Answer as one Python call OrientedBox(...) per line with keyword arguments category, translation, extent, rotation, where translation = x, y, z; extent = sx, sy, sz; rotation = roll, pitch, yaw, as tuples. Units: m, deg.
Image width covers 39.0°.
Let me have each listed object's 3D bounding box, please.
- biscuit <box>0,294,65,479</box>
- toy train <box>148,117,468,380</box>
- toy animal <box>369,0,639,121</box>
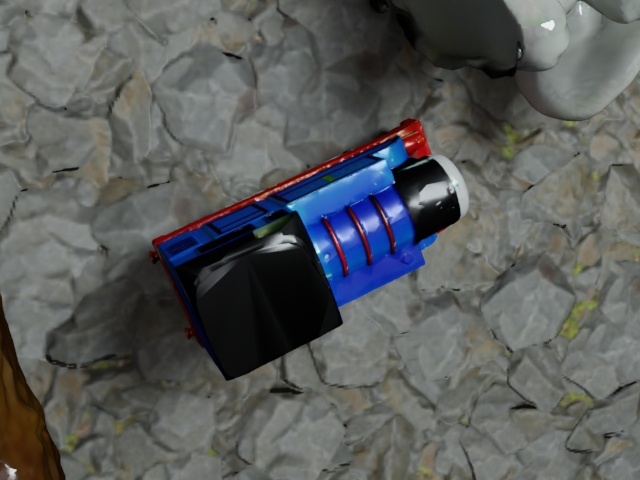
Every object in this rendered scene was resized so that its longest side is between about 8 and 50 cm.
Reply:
OrientedBox(category="biscuit", translation=(-0.308, 0.170, 0.492), extent=(0.342, 0.166, 0.395), rotation=(-15, 101, -14))
OrientedBox(category="toy train", translation=(0.000, 0.000, 0.581), extent=(0.204, 0.131, 0.083), rotation=(-26, 106, -12))
OrientedBox(category="toy animal", translation=(0.161, -0.204, 0.580), extent=(0.289, 0.174, 0.249), rotation=(3, 87, -17))
